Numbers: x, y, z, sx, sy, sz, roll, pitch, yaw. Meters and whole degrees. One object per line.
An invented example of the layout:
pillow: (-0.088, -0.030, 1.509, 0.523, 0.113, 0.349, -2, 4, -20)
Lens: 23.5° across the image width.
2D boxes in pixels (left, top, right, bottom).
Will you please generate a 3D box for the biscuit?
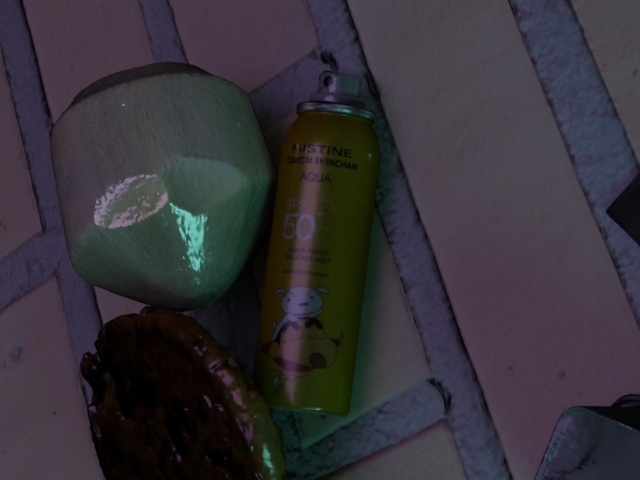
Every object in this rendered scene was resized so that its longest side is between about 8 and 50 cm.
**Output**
biscuit: (-0.132, 0.203, 1.584, 0.334, 0.081, 0.289, 4, 111, 53)

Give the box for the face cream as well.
face cream: (0.000, 0.000, 1.568, 0.105, 0.105, 0.349, 3, 83, 37)

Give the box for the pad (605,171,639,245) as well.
pad: (0.353, -0.060, 1.374, 0.193, 0.004, 0.116, -51, 56, 18)

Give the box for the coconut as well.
coconut: (-0.159, -0.046, 1.620, 0.237, 0.237, 0.266, -28, 61, 30)

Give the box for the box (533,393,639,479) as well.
box: (0.291, 0.231, 1.284, 0.243, 0.135, 0.163, 25, 96, 38)
